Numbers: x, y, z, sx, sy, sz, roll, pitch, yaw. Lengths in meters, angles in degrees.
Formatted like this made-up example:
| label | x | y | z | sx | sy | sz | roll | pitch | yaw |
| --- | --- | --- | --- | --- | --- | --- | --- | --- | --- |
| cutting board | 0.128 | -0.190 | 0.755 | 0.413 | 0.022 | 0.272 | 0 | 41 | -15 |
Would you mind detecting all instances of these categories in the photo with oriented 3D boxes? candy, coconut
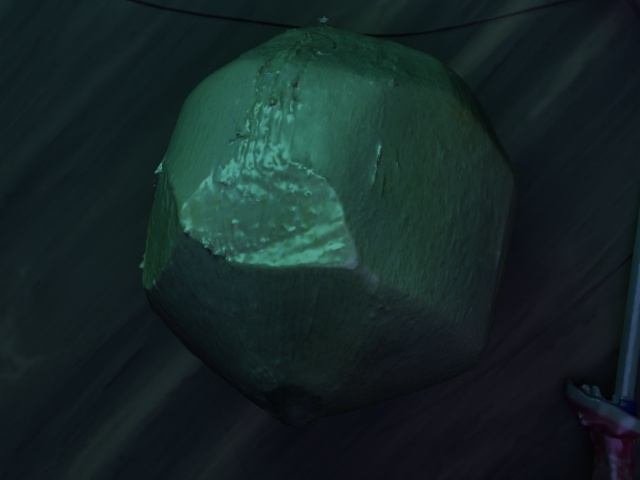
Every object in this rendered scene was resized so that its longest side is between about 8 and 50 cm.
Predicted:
| label | x | y | z | sx | sy | sz | roll | pitch | yaw |
| --- | --- | --- | --- | --- | --- | --- | --- | --- | --- |
| candy | 0.221 | 0.139 | 1.330 | 0.124 | 0.124 | 0.365 | 6 | 95 | -1 |
| coconut | 0.000 | 0.000 | 1.201 | 0.245 | 0.245 | 0.247 | 19 | 62 | -3 |
